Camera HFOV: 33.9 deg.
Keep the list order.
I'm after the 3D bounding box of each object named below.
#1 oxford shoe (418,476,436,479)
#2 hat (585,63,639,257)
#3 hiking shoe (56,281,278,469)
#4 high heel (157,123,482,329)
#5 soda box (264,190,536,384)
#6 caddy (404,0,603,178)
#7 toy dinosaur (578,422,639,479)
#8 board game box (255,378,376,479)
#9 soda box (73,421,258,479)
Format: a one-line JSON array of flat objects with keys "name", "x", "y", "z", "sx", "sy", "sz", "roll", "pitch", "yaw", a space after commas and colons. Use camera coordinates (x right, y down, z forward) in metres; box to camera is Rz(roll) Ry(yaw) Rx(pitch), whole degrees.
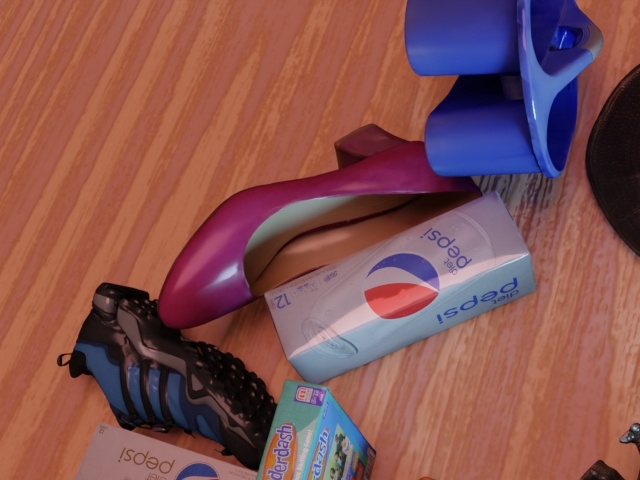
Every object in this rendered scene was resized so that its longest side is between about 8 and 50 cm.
[{"name": "oxford shoe", "x": 0.155, "y": 0.393, "z": 0.977, "sx": 0.133, "sy": 0.130, "sz": 0.363, "roll": 4, "pitch": 51, "yaw": -18}, {"name": "hat", "x": 0.442, "y": -0.111, "z": 1.132, "sx": 0.331, "sy": 0.134, "sz": 0.331, "roll": -7, "pitch": 61, "yaw": 14}, {"name": "hiking shoe", "x": -0.164, "y": 0.175, "z": 1.194, "sx": 0.304, "sy": 0.113, "sz": 0.132, "roll": 37, "pitch": 101, "yaw": 29}, {"name": "high heel", "x": 0.000, "y": 0.000, "z": 1.182, "sx": 0.377, "sy": 0.127, "sz": 0.181, "roll": -41, "pitch": 48, "yaw": -19}, {"name": "soda box", "x": 0.090, "y": 0.057, "z": 1.169, "sx": 0.286, "sy": 0.098, "sz": 0.091, "roll": -23, "pitch": 59, "yaw": 3}, {"name": "caddy", "x": 0.219, "y": -0.206, "z": 1.155, "sx": 0.179, "sy": 0.241, "sz": 0.341, "roll": -3, "pitch": 26, "yaw": 21}, {"name": "toy dinosaur", "x": 0.307, "y": 0.280, "z": 0.991, "sx": 0.313, "sy": 0.121, "sz": 0.160, "roll": -40, "pitch": 71, "yaw": -12}, {"name": "board game box", "x": -0.007, "y": 0.248, "z": 1.028, "sx": 0.047, "sy": 0.210, "sz": 0.160, "roll": 8, "pitch": 64, "yaw": 20}, {"name": "soda box", "x": -0.155, "y": 0.268, "z": 1.146, "sx": 0.216, "sy": 0.069, "sz": 0.074, "roll": 12, "pitch": 67, "yaw": 23}]
